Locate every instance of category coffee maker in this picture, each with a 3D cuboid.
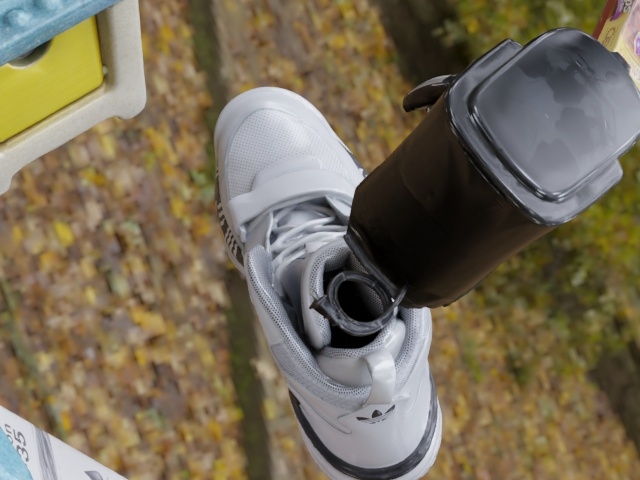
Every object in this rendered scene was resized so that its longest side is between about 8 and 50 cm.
[{"bbox_3d":[0.095,-0.027,0.972,0.120,0.178,0.171,29,66,-6],"label":"coffee maker"}]

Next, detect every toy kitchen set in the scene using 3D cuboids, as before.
[{"bbox_3d":[-0.091,-0.001,0.477,0.207,0.166,0.122,49,-19,28],"label":"toy kitchen set"}]

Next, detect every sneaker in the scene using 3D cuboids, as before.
[{"bbox_3d":[0.000,0.000,1.252,0.210,0.137,0.366,82,-11,-64],"label":"sneaker"}]

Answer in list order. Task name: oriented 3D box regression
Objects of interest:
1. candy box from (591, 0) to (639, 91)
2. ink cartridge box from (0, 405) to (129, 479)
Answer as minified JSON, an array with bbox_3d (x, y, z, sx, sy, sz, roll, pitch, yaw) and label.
[{"bbox_3d":[0.330,-0.150,1.483,0.186,0.053,0.109,33,72,-22],"label":"candy box"},{"bbox_3d":[-0.223,0.250,1.172,0.283,0.117,0.207,44,24,-53],"label":"ink cartridge box"}]
